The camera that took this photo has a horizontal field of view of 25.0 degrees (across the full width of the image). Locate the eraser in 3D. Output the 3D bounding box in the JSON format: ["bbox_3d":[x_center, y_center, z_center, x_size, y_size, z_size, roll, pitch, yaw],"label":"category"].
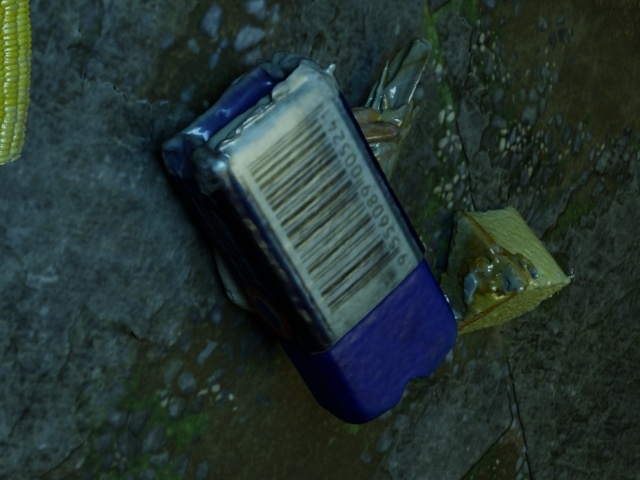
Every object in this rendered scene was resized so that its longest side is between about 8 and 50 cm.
[{"bbox_3d":[0.000,0.000,1.279,0.155,0.101,0.332,-41,124,-18],"label":"eraser"}]

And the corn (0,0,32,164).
[{"bbox_3d":[-0.250,-0.135,1.044,0.085,0.063,0.165,-23,123,-54],"label":"corn"}]

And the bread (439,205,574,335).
[{"bbox_3d":[0.186,0.044,1.626,0.147,0.127,0.152,-5,140,-51],"label":"bread"}]

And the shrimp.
[{"bbox_3d":[0.004,-0.073,1.360,0.168,0.077,0.317,40,76,-46],"label":"shrimp"}]
